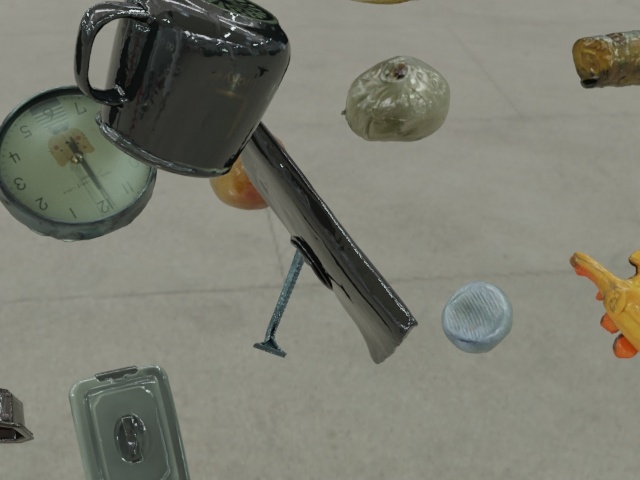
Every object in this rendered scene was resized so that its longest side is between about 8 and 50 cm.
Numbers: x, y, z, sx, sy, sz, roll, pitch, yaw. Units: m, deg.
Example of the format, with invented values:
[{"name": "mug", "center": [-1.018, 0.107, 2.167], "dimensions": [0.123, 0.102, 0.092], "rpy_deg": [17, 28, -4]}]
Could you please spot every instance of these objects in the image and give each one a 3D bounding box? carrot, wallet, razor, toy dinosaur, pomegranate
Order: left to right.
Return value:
[{"name": "pomegranate", "center": [-0.158, -0.157, 2.249], "dimensions": [0.191, 0.191, 0.191], "rpy_deg": [2, 30, -1]}, {"name": "razor", "center": [-0.064, 0.102, 1.796], "dimensions": [0.066, 0.190, 0.033], "rpy_deg": [22, -6, -28]}, {"name": "wallet", "center": [0.000, 0.000, 1.461], "dimensions": [0.051, 0.197, 0.377], "rpy_deg": [-33, 79, -14]}, {"name": "toy dinosaur", "center": [0.375, 0.108, 1.101], "dimensions": [0.070, 0.117, 0.288], "rpy_deg": [-35, 57, -26]}, {"name": "carrot", "center": [0.379, -0.193, 1.095], "dimensions": [0.260, 0.070, 0.070], "rpy_deg": [-7, 31, -26]}]

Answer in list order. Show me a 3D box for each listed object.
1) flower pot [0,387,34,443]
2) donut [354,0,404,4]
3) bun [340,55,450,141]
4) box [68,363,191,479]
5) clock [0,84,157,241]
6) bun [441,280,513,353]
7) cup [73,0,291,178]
[{"name": "flower pot", "center": [-0.684, 0.334, 2.001], "dimensions": [0.251, 0.179, 0.084], "rpy_deg": [-1, 67, 0]}, {"name": "donut", "center": [0.059, -0.441, 1.239], "dimensions": [0.449, 0.198, 0.449], "rpy_deg": [15, -12, 3]}, {"name": "bun", "center": [0.121, -0.236, 1.677], "dimensions": [0.167, 0.113, 0.173], "rpy_deg": [27, 54, 26]}, {"name": "box", "center": [-0.312, 0.323, 1.683], "dimensions": [0.162, 0.227, 0.130], "rpy_deg": [-11, -10, -21]}, {"name": "clock", "center": [-0.336, -0.110, 1.425], "dimensions": [0.226, 0.049, 0.226], "rpy_deg": [4, 64, -9]}, {"name": "bun", "center": [0.297, 0.149, 1.941], "dimensions": [0.141, 0.083, 0.140], "rpy_deg": [-13, 56, 20]}, {"name": "cup", "center": [-0.147, -0.161, 1.006], "dimensions": [0.223, 0.176, 0.169], "rpy_deg": [1, 32, -47]}]
